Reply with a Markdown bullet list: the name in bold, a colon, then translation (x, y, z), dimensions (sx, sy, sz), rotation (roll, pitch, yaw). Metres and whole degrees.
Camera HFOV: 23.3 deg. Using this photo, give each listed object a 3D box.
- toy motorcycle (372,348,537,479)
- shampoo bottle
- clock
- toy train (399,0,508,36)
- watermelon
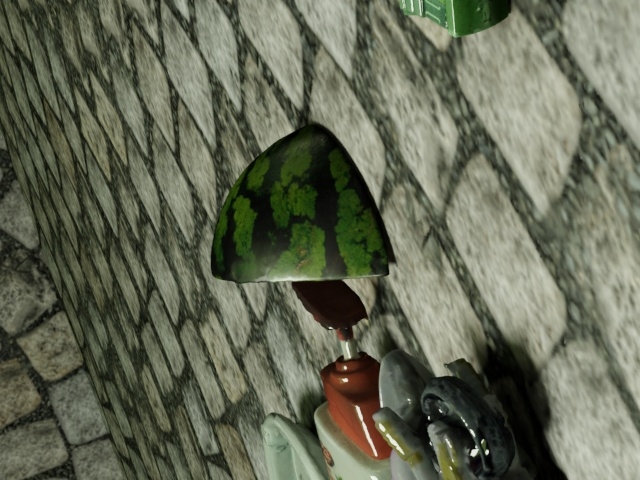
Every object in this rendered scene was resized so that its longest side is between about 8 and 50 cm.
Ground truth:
- **toy motorcycle**: translation (0.087, 0.163, 0.934), dimensions (0.152, 0.073, 0.225), rotation (24, 140, 58)
- **shampoo bottle**: translation (0.042, 0.162, 1.097), dimensions (0.153, 0.071, 0.284), rotation (-148, 42, -69)
- **clock**: translation (0.014, 0.250, 1.313), dimensions (0.236, 0.053, 0.236), rotation (162, 90, -75)
- **toy train**: translation (0.061, -0.141, 0.730), dimensions (0.056, 0.038, 0.093), rotation (41, 148, 47)
- **watermelon**: translation (0.000, 0.000, 1.060), dimensions (0.135, 0.125, 0.094), rotation (33, 175, 36)
